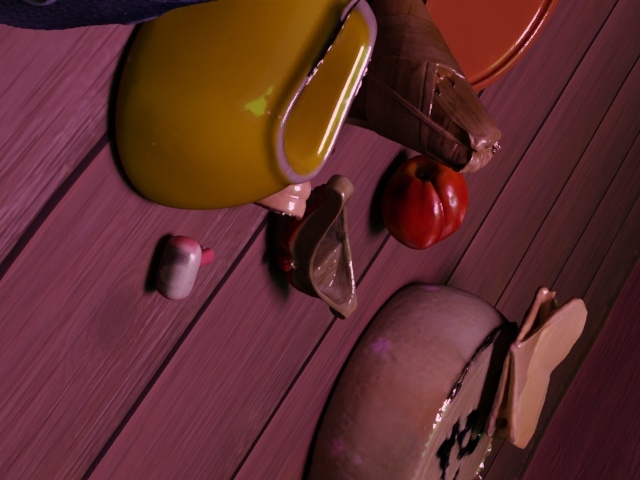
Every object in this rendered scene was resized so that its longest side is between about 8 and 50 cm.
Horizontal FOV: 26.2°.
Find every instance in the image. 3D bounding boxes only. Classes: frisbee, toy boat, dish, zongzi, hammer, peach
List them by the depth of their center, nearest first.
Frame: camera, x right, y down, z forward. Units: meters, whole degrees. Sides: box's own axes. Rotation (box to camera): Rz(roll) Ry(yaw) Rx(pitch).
[{"bbox_3d":[-0.033,-0.131,1.026,0.262,0.108,0.221,-63,160,-8],"label":"dish"},{"bbox_3d":[-0.105,0.018,1.119,0.052,0.031,0.083,-69,166,16],"label":"hammer"},{"bbox_3d":[0.105,-0.162,1.255,0.078,0.160,0.176,-27,137,-53],"label":"zongzi"},{"bbox_3d":[-0.001,0.000,1.289,0.089,0.071,0.185,-51,154,-34],"label":"toy boat"},{"bbox_3d":[0.184,-0.263,1.452,0.251,0.021,0.251,-35,145,-29],"label":"frisbee"},{"bbox_3d":[0.114,-0.040,1.499,0.101,0.100,0.101,-50,154,-36],"label":"peach"}]

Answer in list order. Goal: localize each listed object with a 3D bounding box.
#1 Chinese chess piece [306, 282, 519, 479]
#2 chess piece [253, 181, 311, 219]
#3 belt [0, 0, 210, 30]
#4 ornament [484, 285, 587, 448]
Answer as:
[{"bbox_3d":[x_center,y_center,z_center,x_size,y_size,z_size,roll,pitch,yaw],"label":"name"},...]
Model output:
[{"bbox_3d":[0.123,0.227,1.725,0.349,0.146,0.349,-50,153,-37],"label":"Chinese chess piece"},{"bbox_3d":[-0.026,-0.084,1.153,0.066,0.066,0.122,16,94,-69],"label":"chess piece"},{"bbox_3d":[-0.122,-0.177,0.757,0.218,0.128,0.122,-24,104,-59],"label":"belt"},{"bbox_3d":[0.256,0.151,1.691,0.201,0.059,0.180,-66,155,-8],"label":"ornament"}]
